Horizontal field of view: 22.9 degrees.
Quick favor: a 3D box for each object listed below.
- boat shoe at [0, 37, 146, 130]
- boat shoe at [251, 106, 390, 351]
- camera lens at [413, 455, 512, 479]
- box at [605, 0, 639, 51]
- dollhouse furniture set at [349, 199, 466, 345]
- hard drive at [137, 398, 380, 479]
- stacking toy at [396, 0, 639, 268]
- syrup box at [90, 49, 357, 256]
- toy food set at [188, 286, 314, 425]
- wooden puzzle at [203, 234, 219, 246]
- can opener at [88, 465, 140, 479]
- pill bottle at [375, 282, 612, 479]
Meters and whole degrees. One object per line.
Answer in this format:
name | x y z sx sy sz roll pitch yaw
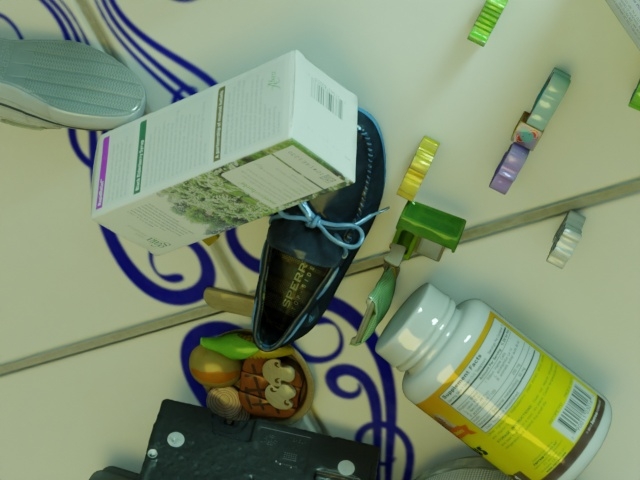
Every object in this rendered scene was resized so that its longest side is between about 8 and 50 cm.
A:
boat shoe | -0.270 -0.145 1.496 0.226 0.083 0.076 17 152 7
boat shoe | 0.000 0.000 1.472 0.109 0.089 0.258 18 121 10
camera lens | 0.151 0.361 1.532 0.219 0.274 0.219 9 123 14
box | 0.378 -0.176 1.218 0.231 0.127 0.262 -30 107 30
dollhouse furniture set | 0.083 0.036 1.477 0.058 0.076 0.152 23 124 5
hard drive | -0.084 0.331 1.540 0.236 0.339 0.064 12 141 1
stacking toy | 0.181 -0.095 1.380 0.167 0.052 0.221 26 124 2
syrup box | -0.088 -0.073 1.409 0.236 0.096 0.093 -19 145 33
toy food set | -0.071 0.146 1.618 0.132 0.038 0.192 11 123 12
wooden puzzle | -0.105 -0.052 1.525 0.078 0.014 0.116 33 125 -8
can opener | -0.114 0.288 1.713 0.280 0.074 0.093 11 89 10
pill bottle | 0.159 0.136 1.487 0.215 0.117 0.117 38 124 -6
